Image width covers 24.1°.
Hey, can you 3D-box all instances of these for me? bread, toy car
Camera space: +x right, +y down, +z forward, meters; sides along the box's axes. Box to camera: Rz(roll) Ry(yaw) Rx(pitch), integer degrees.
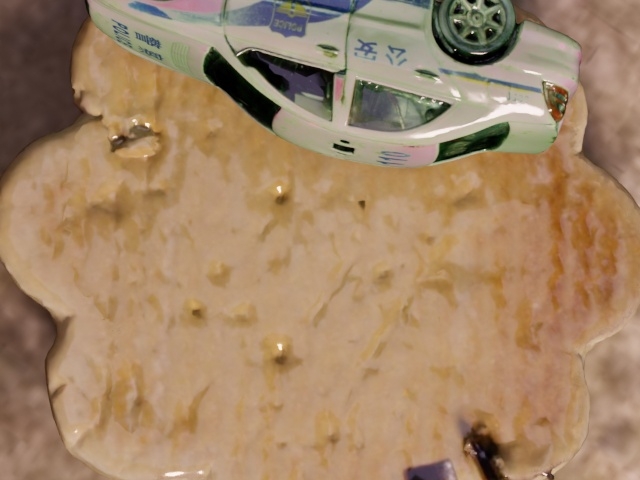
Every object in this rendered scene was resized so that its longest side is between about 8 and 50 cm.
[{"bbox_3d":[0.000,0.000,0.722,0.316,0.054,0.316,0,80,-2],"label":"bread"},{"bbox_3d":[0.000,-0.080,0.668,0.224,0.090,0.076,11,82,-1],"label":"toy car"}]
